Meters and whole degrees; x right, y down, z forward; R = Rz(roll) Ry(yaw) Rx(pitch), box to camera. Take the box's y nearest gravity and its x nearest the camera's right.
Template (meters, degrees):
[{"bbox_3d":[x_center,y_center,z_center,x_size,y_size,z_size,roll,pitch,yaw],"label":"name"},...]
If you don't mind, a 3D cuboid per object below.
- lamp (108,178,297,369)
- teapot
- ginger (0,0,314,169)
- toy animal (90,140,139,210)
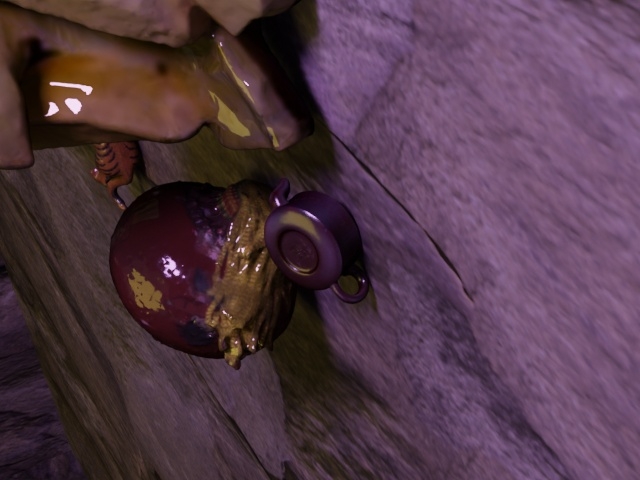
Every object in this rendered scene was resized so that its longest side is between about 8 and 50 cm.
[{"bbox_3d":[-0.082,0.013,1.158,0.157,0.156,0.135,34,115,5],"label":"lamp"},{"bbox_3d":[0.000,0.000,1.031,0.100,0.045,0.068,50,141,-3],"label":"teapot"},{"bbox_3d":[-0.191,-0.173,0.935,0.358,0.211,0.413,32,136,24],"label":"ginger"},{"bbox_3d":[-0.233,-0.130,1.560,0.099,0.056,0.241,39,147,57],"label":"toy animal"}]
